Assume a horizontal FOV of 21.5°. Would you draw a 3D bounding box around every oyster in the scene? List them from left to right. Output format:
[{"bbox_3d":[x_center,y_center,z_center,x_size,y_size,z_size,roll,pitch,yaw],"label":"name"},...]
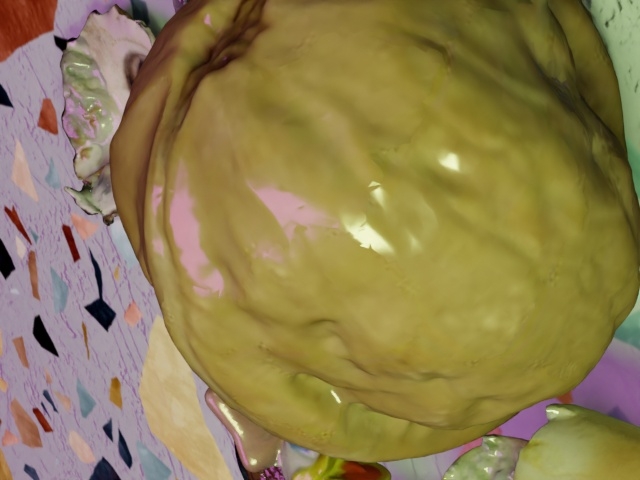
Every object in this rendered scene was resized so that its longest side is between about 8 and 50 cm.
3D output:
[{"bbox_3d":[-0.185,-0.128,1.672,0.214,0.083,0.223,-11,82,46],"label":"oyster"}]

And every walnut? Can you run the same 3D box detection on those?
[{"bbox_3d":[0.043,-0.037,1.150,0.383,0.383,0.383,30,131,41],"label":"walnut"}]

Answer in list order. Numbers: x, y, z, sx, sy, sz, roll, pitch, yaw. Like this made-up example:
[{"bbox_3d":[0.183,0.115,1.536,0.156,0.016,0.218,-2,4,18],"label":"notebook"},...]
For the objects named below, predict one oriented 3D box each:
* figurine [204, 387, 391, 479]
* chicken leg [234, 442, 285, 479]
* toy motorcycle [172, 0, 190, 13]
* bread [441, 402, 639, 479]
[{"bbox_3d":[0.053,0.294,1.529,0.193,0.154,0.421,-24,86,53],"label":"figurine"},{"bbox_3d":[-0.005,0.263,1.682,0.253,0.051,0.106,41,132,29],"label":"chicken leg"},{"bbox_3d":[-0.037,-0.171,1.433,0.204,0.108,0.239,52,168,28],"label":"toy motorcycle"},{"bbox_3d":[0.222,0.262,1.214,0.333,0.160,0.333,32,156,16],"label":"bread"}]
